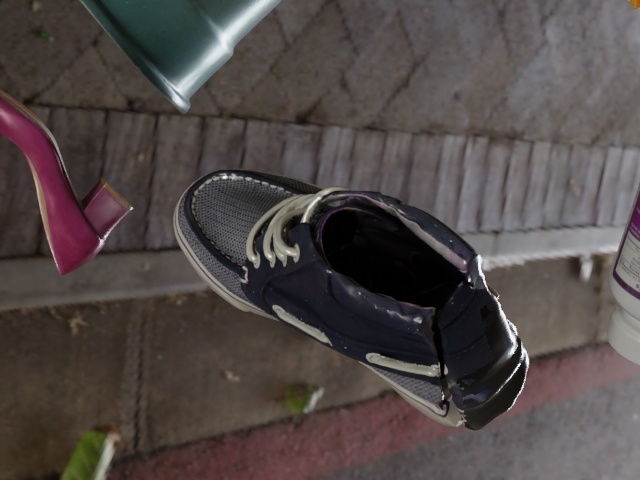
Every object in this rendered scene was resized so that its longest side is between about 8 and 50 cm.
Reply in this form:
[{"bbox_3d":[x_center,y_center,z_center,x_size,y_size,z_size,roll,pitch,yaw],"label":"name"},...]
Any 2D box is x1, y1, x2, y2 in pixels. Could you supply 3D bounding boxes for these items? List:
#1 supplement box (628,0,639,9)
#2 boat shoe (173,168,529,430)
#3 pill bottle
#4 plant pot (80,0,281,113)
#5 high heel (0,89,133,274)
[{"bbox_3d":[0.156,-0.180,0.653,0.036,0.098,0.062,-28,146,-1],"label":"supplement box"},{"bbox_3d":[0.000,0.000,0.912,0.127,0.340,0.158,-51,146,-18],"label":"boat shoe"},{"bbox_3d":[0.479,0.016,1.612,0.169,0.169,0.301,-24,133,-48],"label":"pill bottle"},{"bbox_3d":[-0.124,-0.373,1.312,0.334,0.341,0.341,-39,140,3],"label":"plant pot"},{"bbox_3d":[-0.338,-0.074,1.400,0.117,0.082,0.244,-46,113,-2],"label":"high heel"}]
